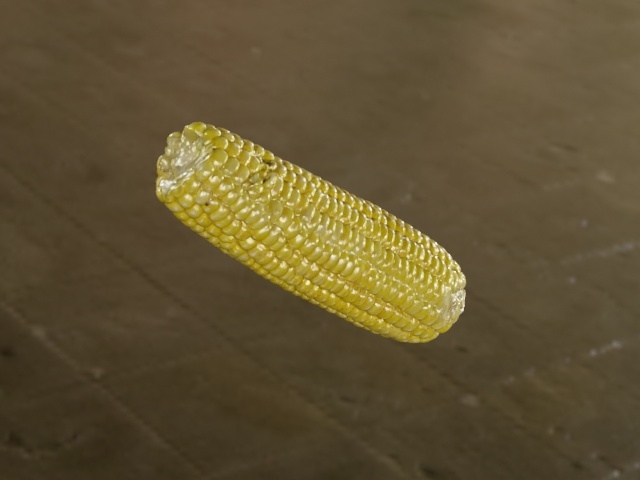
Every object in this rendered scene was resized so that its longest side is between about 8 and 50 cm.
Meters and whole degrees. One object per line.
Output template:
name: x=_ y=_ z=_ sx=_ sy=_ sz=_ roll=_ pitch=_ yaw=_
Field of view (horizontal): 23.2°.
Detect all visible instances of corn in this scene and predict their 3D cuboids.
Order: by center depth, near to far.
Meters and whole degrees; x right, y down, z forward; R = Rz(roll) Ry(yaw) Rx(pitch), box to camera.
corn: x=0.000 y=0.000 z=0.856 sx=0.206 sy=0.067 sz=0.067 roll=29 pitch=12 yaw=-32
